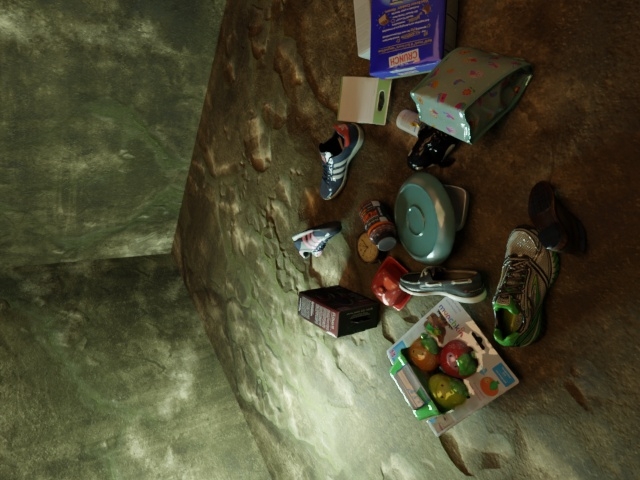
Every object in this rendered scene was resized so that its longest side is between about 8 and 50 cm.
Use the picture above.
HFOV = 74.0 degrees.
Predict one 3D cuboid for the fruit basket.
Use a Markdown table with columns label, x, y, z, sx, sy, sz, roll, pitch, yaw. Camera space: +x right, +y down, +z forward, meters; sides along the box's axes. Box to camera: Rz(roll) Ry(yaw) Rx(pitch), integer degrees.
| label | x | y | z | sx | sy | sz | roll | pitch | yaw |
| --- | --- | --- | --- | --- | --- | --- | --- | --- | --- |
| fruit basket | 0.392 | 0.403 | 1.366 | 0.353 | 0.165 | 0.327 | -55 | 52 | 35 |

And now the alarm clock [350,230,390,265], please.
| label | x | y | z | sx | sy | sz | roll | pitch | yaw |
| --- | --- | --- | --- | --- | --- | --- | --- | --- | --- |
| alarm clock | 0.185 | 0.021 | 1.665 | 0.192 | 0.064 | 0.130 | 19 | 109 | 46 |

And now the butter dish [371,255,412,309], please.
| label | x | y | z | sx | sy | sz | roll | pitch | yaw |
| --- | --- | --- | --- | --- | --- | --- | --- | --- | --- |
| butter dish | 0.246 | 0.168 | 1.545 | 0.160 | 0.118 | 0.160 | 44 | 128 | 24 |

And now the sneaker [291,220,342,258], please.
| label | x | y | z | sx | sy | sz | roll | pitch | yaw |
| --- | --- | --- | --- | --- | --- | --- | --- | --- | --- |
| sneaker | 0.000 | 0.000 | 1.889 | 0.319 | 0.112 | 0.131 | -15 | 99 | 55 |

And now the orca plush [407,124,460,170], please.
| label | x | y | z | sx | sy | sz | roll | pitch | yaw |
| --- | --- | --- | --- | --- | --- | --- | --- | --- | --- |
| orca plush | 0.380 | -0.300 | 1.323 | 0.287 | 0.102 | 0.151 | -16 | 101 | 37 |

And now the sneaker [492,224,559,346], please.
| label | x | y | z | sx | sy | sz | roll | pitch | yaw |
| --- | --- | --- | --- | --- | --- | --- | --- | --- | --- |
| sneaker | 0.545 | 0.129 | 1.148 | 0.134 | 0.146 | 0.344 | 7 | 99 | 52 |

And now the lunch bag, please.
| label | x | y | z | sx | sy | sz | roll | pitch | yaw |
| --- | --- | --- | --- | --- | --- | --- | --- | --- | --- |
| lunch bag | 0.431 | -0.432 | 1.208 | 0.262 | 0.160 | 0.223 | -43 | 47 | -5 |

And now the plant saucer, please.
| label | x | y | z | sx | sy | sz | roll | pitch | yaw |
| --- | --- | --- | --- | --- | --- | --- | --- | --- | --- |
| plant saucer | 0.329 | -0.067 | 1.410 | 0.317 | 0.043 | 0.318 | 170 | 90 | -69 |

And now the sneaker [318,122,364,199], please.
| label | x | y | z | sx | sy | sz | roll | pitch | yaw |
| --- | --- | --- | --- | --- | --- | --- | --- | --- | --- |
| sneaker | 0.042 | -0.323 | 1.742 | 0.131 | 0.148 | 0.350 | 49 | 130 | 37 |

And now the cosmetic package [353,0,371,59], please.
| label | x | y | z | sx | sy | sz | roll | pitch | yaw |
| --- | --- | --- | --- | --- | --- | --- | --- | --- | --- |
| cosmetic package | 0.192 | -0.780 | 1.526 | 0.085 | 0.117 | 0.231 | -7 | 87 | 51 |

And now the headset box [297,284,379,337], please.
| label | x | y | z | sx | sy | sz | roll | pitch | yaw |
| --- | --- | --- | --- | --- | --- | --- | --- | --- | --- |
| headset box | 0.078 | 0.282 | 1.707 | 0.293 | 0.218 | 0.110 | 18 | 108 | 51 |

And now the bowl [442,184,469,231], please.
| label | x | y | z | sx | sy | sz | roll | pitch | yaw |
| --- | --- | --- | --- | --- | --- | --- | --- | --- | --- |
| bowl | 0.415 | -0.107 | 1.365 | 0.142 | 0.053 | 0.142 | 20 | 111 | 49 |

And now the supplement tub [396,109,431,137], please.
| label | x | y | z | sx | sy | sz | roll | pitch | yaw |
| --- | --- | --- | --- | --- | --- | --- | --- | --- | --- |
| supplement tub | 0.318 | -0.396 | 1.442 | 0.107 | 0.071 | 0.071 | 43 | 126 | 40 |

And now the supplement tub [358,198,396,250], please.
| label | x | y | z | sx | sy | sz | roll | pitch | yaw |
| --- | --- | --- | --- | --- | --- | --- | --- | --- | --- |
| supplement tub | 0.212 | -0.055 | 1.551 | 0.106 | 0.106 | 0.198 | -61 | 32 | 36 |

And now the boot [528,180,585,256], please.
| label | x | y | z | sx | sy | sz | roll | pitch | yaw |
| --- | --- | --- | --- | --- | --- | --- | --- | --- | --- |
| boot | 0.615 | -0.054 | 1.108 | 0.082 | 0.106 | 0.219 | -44 | 32 | 50 |

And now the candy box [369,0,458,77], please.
| label | x | y | z | sx | sy | sz | roll | pitch | yaw |
| --- | --- | --- | --- | --- | --- | --- | --- | --- | --- |
| candy box | 0.297 | -0.704 | 1.365 | 0.268 | 0.122 | 0.318 | 8 | 100 | 40 |

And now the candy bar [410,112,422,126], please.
| label | x | y | z | sx | sy | sz | roll | pitch | yaw |
| --- | --- | --- | --- | --- | --- | --- | --- | --- | --- |
| candy bar | 0.349 | -0.431 | 1.383 | 0.040 | 0.018 | 0.162 | 31 | 82 | 44 |

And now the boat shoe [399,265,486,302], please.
| label | x | y | z | sx | sy | sz | roll | pitch | yaw |
| --- | --- | --- | --- | --- | --- | --- | --- | --- | --- |
| boat shoe | 0.384 | 0.124 | 1.373 | 0.302 | 0.114 | 0.091 | 1 | 119 | 41 |

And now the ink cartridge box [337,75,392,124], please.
| label | x | y | z | sx | sy | sz | roll | pitch | yaw |
| --- | --- | --- | --- | --- | --- | --- | --- | --- | --- |
| ink cartridge box | 0.174 | -0.536 | 1.627 | 0.235 | 0.056 | 0.171 | 19 | 109 | 37 |
